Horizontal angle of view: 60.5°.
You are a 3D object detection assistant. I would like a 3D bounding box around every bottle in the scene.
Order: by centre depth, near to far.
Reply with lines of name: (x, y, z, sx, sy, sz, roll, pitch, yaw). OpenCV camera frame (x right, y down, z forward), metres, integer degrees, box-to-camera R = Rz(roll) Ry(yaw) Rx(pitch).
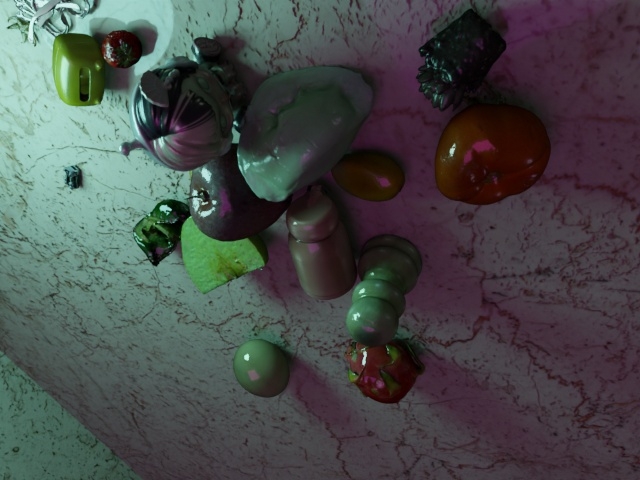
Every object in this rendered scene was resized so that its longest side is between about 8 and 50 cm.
bottle: (0.000, 0.000, 1.523, 0.173, 0.207, 0.297, 2, 137, 20)

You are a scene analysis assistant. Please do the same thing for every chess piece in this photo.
chess piece: (0.162, 0.147, 1.475, 0.182, 0.330, 0.183, 10, 128, 13)

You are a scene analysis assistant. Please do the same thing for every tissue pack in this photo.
tissue pack: (-0.630, -0.439, 1.438, 0.127, 0.123, 0.178, 53, 140, 30)

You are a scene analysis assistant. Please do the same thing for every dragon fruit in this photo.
dragon fruit: (0.196, 0.403, 1.757, 0.224, 0.224, 0.227, -30, 110, 36)

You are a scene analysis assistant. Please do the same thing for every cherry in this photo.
cherry: (-0.217, -0.130, 1.459, 0.307, 0.221, 0.261, -4, 114, -30)

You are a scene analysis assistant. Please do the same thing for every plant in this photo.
plant: (0.279, -0.368, 1.139, 0.194, 0.132, 0.129, -49, 64, 28)

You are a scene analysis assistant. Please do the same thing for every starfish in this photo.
starfish: (-0.803, -0.566, 1.486, 0.078, 0.028, 0.091, -20, 120, 39)

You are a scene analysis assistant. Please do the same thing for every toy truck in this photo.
toy truck: (-0.796, -0.202, 1.764, 0.039, 0.044, 0.083, 37, 133, 18)

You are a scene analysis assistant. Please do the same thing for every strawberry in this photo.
strawberry: (-0.507, -0.489, 1.393, 0.106, 0.106, 0.106, 11, 130, 13)

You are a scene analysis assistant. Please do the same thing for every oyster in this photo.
oyster: (0.355, -0.325, 1.224, 0.086, 0.029, 0.132, -24, 118, 41)

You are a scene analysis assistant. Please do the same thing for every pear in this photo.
pear: (-0.304, 0.004, 1.672, 0.288, 0.139, 0.239, -25, 112, 32)

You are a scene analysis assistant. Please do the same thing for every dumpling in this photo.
dumpling: (-0.042, -0.246, 1.320, 0.270, 0.320, 0.212, 32, 157, 36)

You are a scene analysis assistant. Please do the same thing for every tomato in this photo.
tomato: (0.369, -0.192, 1.210, 0.259, 0.180, 0.260, -2, 151, -1)

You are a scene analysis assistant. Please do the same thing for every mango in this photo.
mango: (0.119, -0.165, 1.402, 0.194, 0.092, 0.130, 21, 133, 10)

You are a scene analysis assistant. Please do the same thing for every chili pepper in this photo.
chili pepper: (-0.479, -0.048, 1.731, 0.148, 0.116, 0.264, 49, 128, -4)

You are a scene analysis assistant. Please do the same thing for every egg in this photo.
egg: (-0.209, 0.460, 1.966, 0.185, 0.186, 0.242, -11, 128, 28)

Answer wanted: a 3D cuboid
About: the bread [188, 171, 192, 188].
bread: (-0.325, -0.199, 1.569, 0.103, 0.065, 0.188, 9, 131, 17)

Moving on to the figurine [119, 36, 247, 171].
figurine: (-0.298, -0.297, 1.290, 0.211, 0.361, 0.253, -32, 110, 27)

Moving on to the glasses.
glasses: (-0.695, -0.603, 1.374, 0.255, 0.095, 0.162, -21, 109, 30)
